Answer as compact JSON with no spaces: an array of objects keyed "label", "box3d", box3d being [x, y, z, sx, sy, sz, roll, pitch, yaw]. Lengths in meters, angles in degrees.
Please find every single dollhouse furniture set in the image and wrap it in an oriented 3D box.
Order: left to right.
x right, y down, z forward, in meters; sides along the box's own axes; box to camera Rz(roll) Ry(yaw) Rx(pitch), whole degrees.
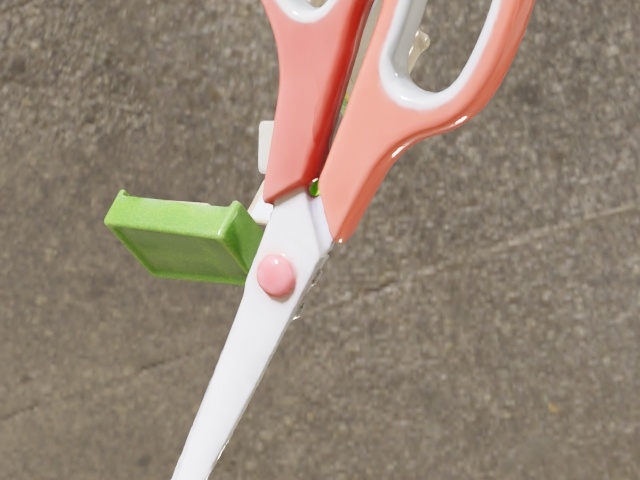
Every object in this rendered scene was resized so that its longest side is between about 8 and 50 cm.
[{"label":"dollhouse furniture set","box3d":[-0.018,-0.051,0.502,0.058,0.152,0.076,7,148,36]}]

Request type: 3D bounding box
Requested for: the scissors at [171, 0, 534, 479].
[{"label":"scissors","box3d":[0.000,0.000,0.430,0.109,0.021,0.297,19,107,25]}]
